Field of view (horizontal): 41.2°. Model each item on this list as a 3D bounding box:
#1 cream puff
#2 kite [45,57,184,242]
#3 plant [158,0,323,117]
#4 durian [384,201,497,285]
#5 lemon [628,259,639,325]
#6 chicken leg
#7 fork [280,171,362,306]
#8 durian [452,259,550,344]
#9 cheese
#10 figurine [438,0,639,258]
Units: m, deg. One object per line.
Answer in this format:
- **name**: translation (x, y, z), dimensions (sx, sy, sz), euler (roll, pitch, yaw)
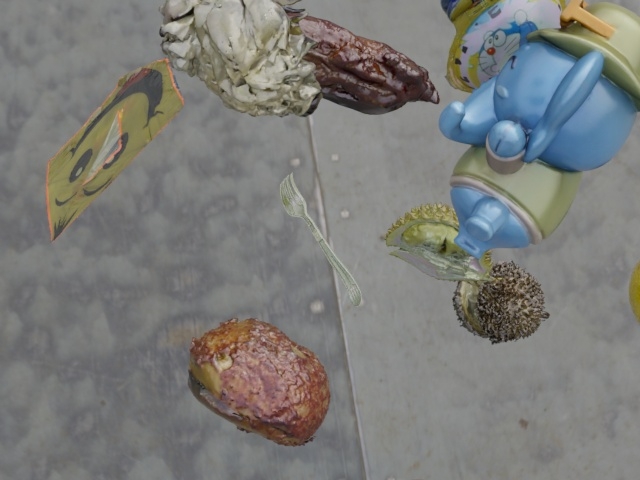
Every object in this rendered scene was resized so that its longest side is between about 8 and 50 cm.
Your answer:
- **cream puff**: translation (-0.092, 0.209, 1.298), dimensions (0.240, 0.240, 0.164), euler (25, 94, 18)
- **kite**: translation (-0.317, -0.131, 1.228), dimensions (0.377, 0.013, 0.328), euler (-13, 49, 42)
- **plant**: translation (-0.038, -0.139, 0.522), dimensions (0.116, 0.104, 0.122), euler (28, 94, 9)
- **durian**: translation (0.216, 0.004, 1.370), dimensions (0.208, 0.146, 0.102), euler (35, 52, -15)
- **lemon**: translation (0.654, 0.102, 1.544), dimensions (0.186, 0.244, 0.187), euler (-24, 36, 19)
- **chicken leg**: translation (-0.014, -0.136, 0.637), dimensions (0.219, 0.089, 0.048), euler (14, 80, -7)
- **fork**: translation (-0.003, 0.000, 1.190), dimensions (0.034, 0.028, 0.219), euler (-37, 72, 24)
- **durian**: translation (0.360, 0.121, 1.653), dimensions (0.196, 0.196, 0.167), euler (20, 94, 15)
- **cheese**: translation (0.187, -0.235, 0.911), dimensions (0.156, 0.250, 0.064), euler (-40, 54, 12)
- **figurine**: translation (0.206, -0.100, 0.791), dimensions (0.154, 0.180, 0.262), euler (40, 97, 38)
